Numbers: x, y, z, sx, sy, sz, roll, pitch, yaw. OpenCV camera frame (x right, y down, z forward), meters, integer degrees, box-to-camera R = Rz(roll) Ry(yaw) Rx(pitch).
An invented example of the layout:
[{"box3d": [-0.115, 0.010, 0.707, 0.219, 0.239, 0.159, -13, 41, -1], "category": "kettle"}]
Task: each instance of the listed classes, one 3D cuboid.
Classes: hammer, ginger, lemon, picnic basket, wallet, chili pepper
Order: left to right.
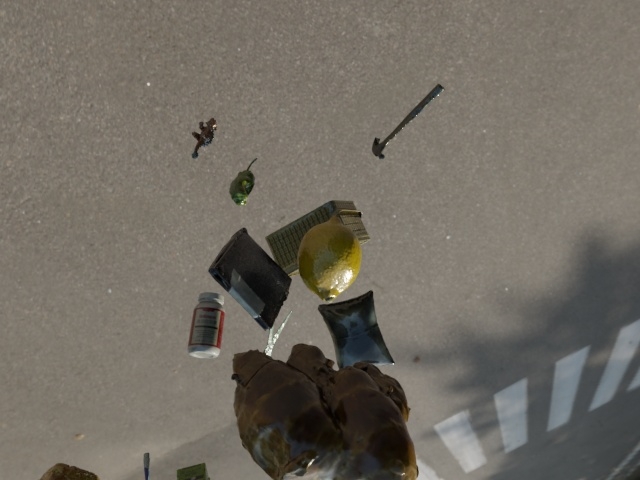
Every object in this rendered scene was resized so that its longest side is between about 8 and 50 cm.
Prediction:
[{"box3d": [-0.244, -0.179, 1.583, 0.073, 0.204, 0.072, -9, 126, 13], "category": "chili pepper"}, {"box3d": [-0.183, 0.098, 1.326, 0.071, 0.262, 0.221, -34, 105, 18], "category": "wallet"}, {"box3d": [0.000, 0.000, 1.745, 0.313, 0.175, 0.228, -28, 171, 25], "category": "picnic basket"}, {"box3d": [0.003, 0.294, 0.865, 0.357, 0.274, 0.152, 13, 131, 5], "category": "ginger"}, {"box3d": [0.024, 0.051, 1.390, 0.187, 0.244, 0.187, 6, 173, 1], "category": "lemon"}, {"box3d": [0.276, -0.379, 1.570, 0.027, 0.125, 0.297, 37, 107, -30], "category": "hammer"}]

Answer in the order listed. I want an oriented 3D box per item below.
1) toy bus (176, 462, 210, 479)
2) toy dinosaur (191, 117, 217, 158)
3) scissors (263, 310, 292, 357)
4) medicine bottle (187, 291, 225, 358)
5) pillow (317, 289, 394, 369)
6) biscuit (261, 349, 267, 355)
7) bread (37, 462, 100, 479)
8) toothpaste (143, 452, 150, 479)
[{"box3d": [-0.383, 0.867, 1.562, 0.113, 0.139, 0.302, -11, 108, -12], "category": "toy bus"}, {"box3d": [-0.332, -0.294, 1.407, 0.049, 0.154, 0.055, 10, 151, 17], "category": "toy dinosaur"}, {"box3d": [-0.156, 0.327, 1.519, 0.144, 0.017, 0.248, 14, 98, -52], "category": "scissors"}, {"box3d": [-0.461, 0.346, 2.019, 0.131, 0.250, 0.131, 2, 154, 1], "category": "medicine bottle"}, {"box3d": [0.112, 0.297, 1.556, 0.186, 0.250, 0.106, -18, -177, 8], "category": "pillow"}, {"box3d": [-0.135, 0.395, 1.355, 0.029, 0.172, 0.254, -23, 175, -6], "category": "biscuit"}, {"box3d": [-0.735, 0.739, 1.391, 0.167, 0.132, 0.294, 36, 127, -19], "category": "bread"}, {"box3d": [-0.386, 0.515, 1.104, 0.015, 0.083, 0.024, -10, 134, -13], "category": "toothpaste"}]
